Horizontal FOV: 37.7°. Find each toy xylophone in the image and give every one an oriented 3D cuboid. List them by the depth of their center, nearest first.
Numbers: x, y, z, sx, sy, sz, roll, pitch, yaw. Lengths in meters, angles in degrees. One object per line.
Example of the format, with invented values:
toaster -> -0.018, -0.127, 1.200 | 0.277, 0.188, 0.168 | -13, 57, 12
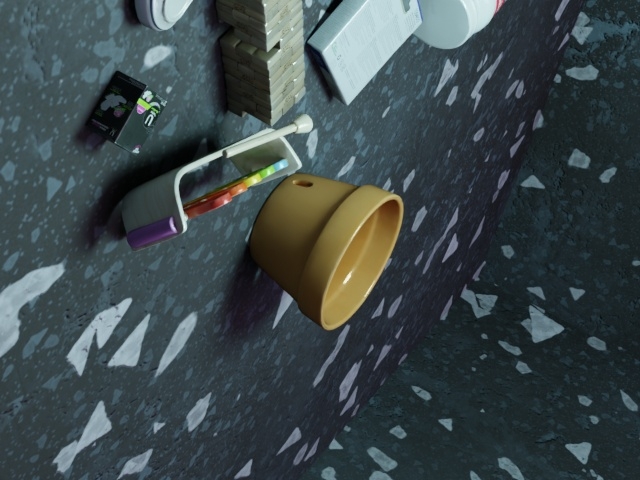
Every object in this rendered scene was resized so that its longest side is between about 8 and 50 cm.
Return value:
toy xylophone -> -0.141, -0.091, 1.366 | 0.322, 0.236, 0.081 | -32, 102, -43

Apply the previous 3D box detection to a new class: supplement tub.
supplement tub -> 0.284, -0.522, 1.825 | 0.272, 0.191, 0.191 | -52, 159, -26

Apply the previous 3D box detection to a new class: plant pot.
plant pot -> 0.000, 0.000, 1.812 | 0.291, 0.203, 0.291 | -51, 159, -29

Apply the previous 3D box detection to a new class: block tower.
block tower -> -0.085, -0.309, 1.338 | 0.091, 0.097, 0.335 | -50, 159, -28

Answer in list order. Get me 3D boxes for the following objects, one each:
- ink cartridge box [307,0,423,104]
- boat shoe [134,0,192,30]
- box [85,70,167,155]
ink cartridge box -> 0.085, -0.378, 1.689 | 0.224, 0.045, 0.223 | -47, 159, -4
boat shoe -> -0.134, -0.371, 1.134 | 0.268, 0.088, 0.096 | -63, 161, 3
box -> -0.246, -0.161, 1.197 | 0.083, 0.052, 0.062 | -60, 159, -2
